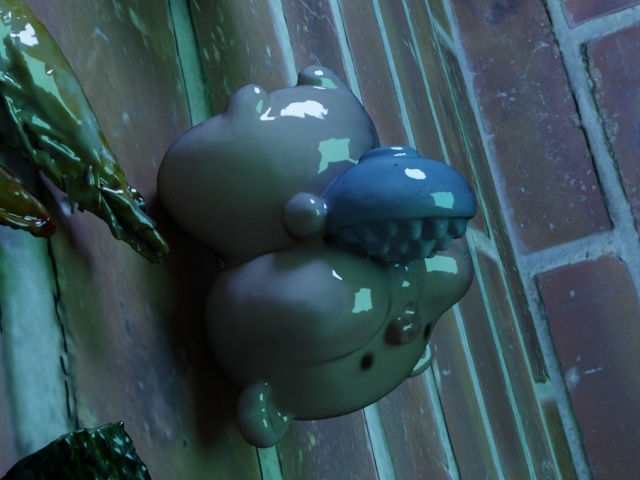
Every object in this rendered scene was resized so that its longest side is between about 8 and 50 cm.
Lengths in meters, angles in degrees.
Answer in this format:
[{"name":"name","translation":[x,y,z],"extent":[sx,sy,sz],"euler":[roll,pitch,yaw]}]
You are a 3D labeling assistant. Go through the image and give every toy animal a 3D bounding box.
[{"name":"toy animal","translation":[-0.014,0.004,0.665],"extent":[0.221,0.229,0.210],"euler":[38,38,28]}]

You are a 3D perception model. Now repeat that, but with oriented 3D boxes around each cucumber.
[{"name":"cucumber","translation":[-0.082,0.196,0.461],"extent":[0.265,0.077,0.077],"euler":[65,21,-20]}]

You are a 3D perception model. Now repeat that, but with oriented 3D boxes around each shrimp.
[{"name":"shrimp","translation":[-0.166,-0.062,0.491],"extent":[0.236,0.053,0.133],"euler":[57,22,-28]}]
